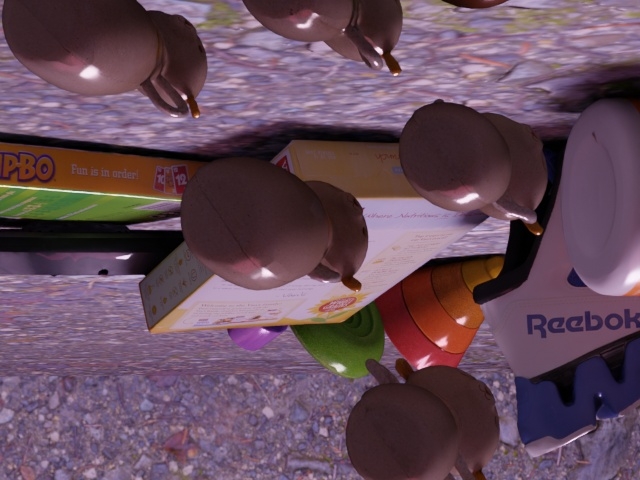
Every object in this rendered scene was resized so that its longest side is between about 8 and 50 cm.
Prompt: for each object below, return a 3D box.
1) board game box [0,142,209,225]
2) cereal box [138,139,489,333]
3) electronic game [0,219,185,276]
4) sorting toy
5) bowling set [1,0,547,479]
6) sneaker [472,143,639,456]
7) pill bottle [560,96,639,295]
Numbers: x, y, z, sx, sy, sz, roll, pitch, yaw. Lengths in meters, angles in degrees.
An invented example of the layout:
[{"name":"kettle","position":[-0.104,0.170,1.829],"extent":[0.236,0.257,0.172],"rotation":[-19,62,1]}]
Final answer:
[{"name":"board game box","position":[-0.198,-0.037,1.231],"extent":[0.259,0.039,0.124],"rotation":[1,173,-41]},{"name":"cereal box","position":[0.000,0.000,1.309],"extent":[0.173,0.047,0.240],"rotation":[-1,157,-33]},{"name":"electronic game","position":[-0.186,0.001,1.432],"extent":[0.229,0.048,0.229],"rotation":[0,-179,0]},{"name":"sorting toy","position":[0.062,0.046,1.751],"extent":[0.126,0.127,0.365],"rotation":[-36,156,30]},{"name":"bowling set","position":[0.032,-0.050,0.772],"extent":[0.200,0.287,0.154],"rotation":[-39,169,12]},{"name":"sneaker","position":[0.233,-0.007,1.287],"extent":[0.315,0.182,0.127],"rotation":[-31,179,-11]},{"name":"pill bottle","position":[0.269,-0.027,1.151],"extent":[0.221,0.121,0.121],"rotation":[0,171,-14]}]
